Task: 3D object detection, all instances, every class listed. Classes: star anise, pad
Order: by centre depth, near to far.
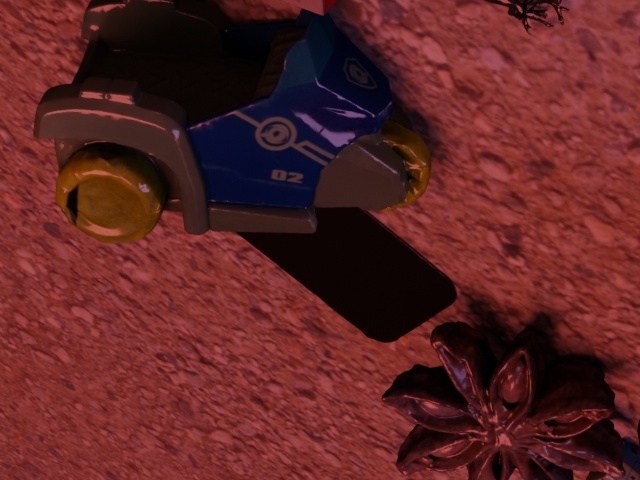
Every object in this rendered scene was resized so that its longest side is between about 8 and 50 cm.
[{"bbox_3d":[0.183,0.160,1.656,0.223,0.109,0.236,2,133,19],"label":"star anise"},{"bbox_3d":[0.000,0.000,1.702,0.267,0.004,0.181,39,148,-8],"label":"pad"}]

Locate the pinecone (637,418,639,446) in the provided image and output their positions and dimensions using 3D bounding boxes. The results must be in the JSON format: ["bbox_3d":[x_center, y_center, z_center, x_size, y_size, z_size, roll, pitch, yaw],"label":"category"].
[{"bbox_3d":[0.397,0.160,1.343,0.298,0.242,0.296,39,156,-10],"label":"pinecone"}]

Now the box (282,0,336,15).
[{"bbox_3d":[-0.085,-0.270,1.380,0.229,0.050,0.123,22,144,20],"label":"box"}]

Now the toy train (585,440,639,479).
[{"bbox_3d":[0.371,0.289,1.709,0.234,0.051,0.052,38,151,-7],"label":"toy train"}]

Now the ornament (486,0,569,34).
[{"bbox_3d":[0.134,-0.201,1.299,0.125,0.028,0.073,33,148,6],"label":"ornament"}]

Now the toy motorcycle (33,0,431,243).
[{"bbox_3d":[-0.068,-0.117,1.474,0.326,0.191,0.200,4,133,10],"label":"toy motorcycle"}]
